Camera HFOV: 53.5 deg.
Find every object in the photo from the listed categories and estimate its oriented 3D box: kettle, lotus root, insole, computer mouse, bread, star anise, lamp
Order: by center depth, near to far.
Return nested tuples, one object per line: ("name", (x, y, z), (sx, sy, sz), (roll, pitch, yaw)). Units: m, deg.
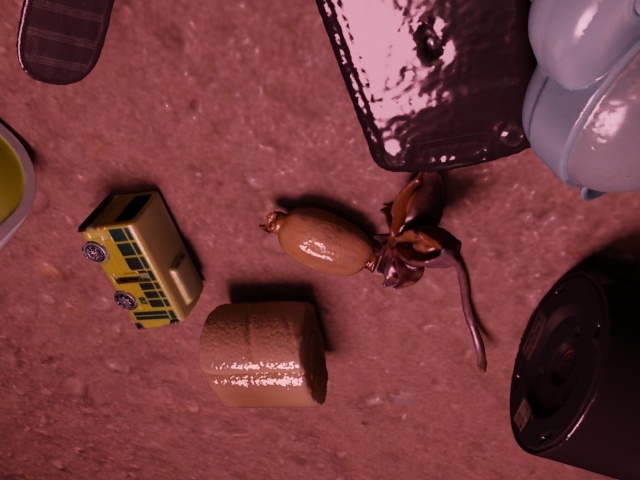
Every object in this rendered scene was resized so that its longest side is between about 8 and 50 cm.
("lamp", (0.239, -0.137, 0.457), (0.209, 0.147, 0.284), (-44, 131, 10))
("insole", (-0.195, -0.263, 0.523), (0.110, 0.012, 0.309), (-2, 135, -41))
("computer mouse", (0.095, -0.186, 0.542), (0.170, 0.100, 0.269), (-5, 131, 20))
("kettle", (0.399, 0.149, 0.693), (0.308, 0.262, 0.203), (19, 167, -2))
("star anise", (0.161, 0.044, 0.721), (0.227, 0.148, 0.218), (17, 101, -32))
("lotus root", (0.000, 0.000, 0.749), (0.150, 0.062, 0.073), (21, 131, -2))
("bread", (-0.069, 0.151, 0.850), (0.141, 0.134, 0.148), (-3, 139, 15))

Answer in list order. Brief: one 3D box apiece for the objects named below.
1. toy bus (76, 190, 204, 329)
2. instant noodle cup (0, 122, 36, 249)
("toy bus", (-0.226, 0.029, 0.828), (0.101, 0.088, 0.175), (-6, 125, 20))
("instant noodle cup", (-0.559, -0.027, 0.791), (0.308, 0.294, 0.294), (-27, 116, 41))
